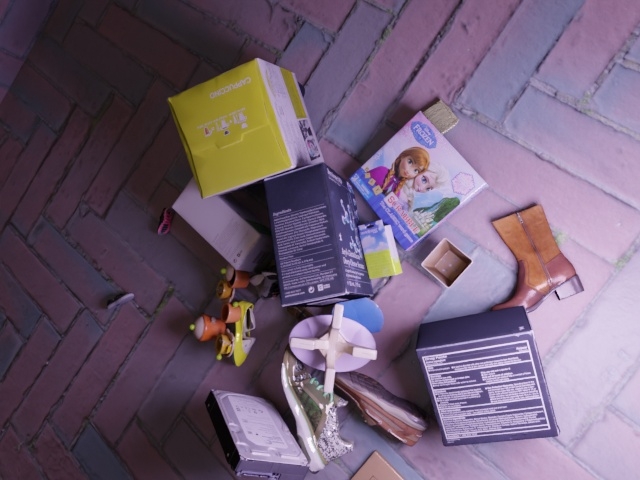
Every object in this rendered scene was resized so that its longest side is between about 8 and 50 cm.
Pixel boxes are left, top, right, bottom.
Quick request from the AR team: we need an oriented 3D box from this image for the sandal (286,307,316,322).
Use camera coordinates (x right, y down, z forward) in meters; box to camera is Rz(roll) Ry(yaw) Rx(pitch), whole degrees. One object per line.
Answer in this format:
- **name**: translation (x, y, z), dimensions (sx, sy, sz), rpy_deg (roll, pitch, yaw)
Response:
- **sandal**: translation (-0.048, 0.269, 1.589), dimensions (0.072, 0.049, 0.180), rpy_deg (-49, 54, 3)

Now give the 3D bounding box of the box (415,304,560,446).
- **box**: translation (0.442, 0.362, 1.254), dimensions (0.296, 0.183, 0.294), rpy_deg (-14, 101, 19)

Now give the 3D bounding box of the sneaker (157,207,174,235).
- **sneaker**: translation (-0.634, -0.079, 1.882), dimensions (0.057, 0.047, 0.120), rpy_deg (17, 86, 40)

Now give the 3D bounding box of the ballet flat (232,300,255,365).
- **ballet flat**: translation (-0.269, 0.330, 1.653), dimensions (0.077, 0.077, 0.231), rpy_deg (-4, 79, 17)

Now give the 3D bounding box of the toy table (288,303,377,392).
- **toy table**: translation (0.039, 0.317, 1.410), dimensions (0.273, 0.161, 0.253), rpy_deg (-3, 85, -3)

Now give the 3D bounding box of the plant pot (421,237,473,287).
- **plant pot**: translation (0.388, 0.072, 1.408), dimensions (0.109, 0.096, 0.109), rpy_deg (43, 99, 21)

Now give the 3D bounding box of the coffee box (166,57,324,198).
- **coffee box**: translation (-0.233, -0.359, 1.547), dimensions (0.337, 0.334, 0.339), rpy_deg (-16, 96, 20)

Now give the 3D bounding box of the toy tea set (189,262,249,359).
- **toy tea set**: translation (-0.363, 0.235, 1.630), dimensions (0.200, 0.124, 0.337), rpy_deg (17, 94, 56)

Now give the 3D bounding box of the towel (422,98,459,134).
- **towel**: translation (0.366, -0.380, 1.520), dimensions (0.148, 0.027, 0.110), rpy_deg (-36, 71, 13)

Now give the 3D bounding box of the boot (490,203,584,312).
- **boot**: translation (0.567, 0.064, 1.338), dimensions (0.264, 0.096, 0.281), rpy_deg (-27, 72, 17)

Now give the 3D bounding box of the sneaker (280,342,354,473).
- **sneaker**: translation (-0.004, 0.514, 1.500), dimensions (0.181, 0.158, 0.411), rpy_deg (-19, 80, 4)

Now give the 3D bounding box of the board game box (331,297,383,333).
- **board game box**: translation (0.121, 0.242, 1.507), dimensions (0.168, 0.033, 0.133), rpy_deg (-14, 110, 18)

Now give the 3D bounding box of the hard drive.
- **hard drive**: translation (-0.201, 0.585, 1.421), dimensions (0.064, 0.236, 0.339), rpy_deg (-64, 30, 5)

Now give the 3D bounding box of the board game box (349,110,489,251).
- **board game box**: translation (0.302, -0.186, 1.480), dimensions (0.318, 0.065, 0.319), rpy_deg (-43, 69, 18)

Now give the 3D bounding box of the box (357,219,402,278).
- **box**: translation (0.188, 0.028, 1.490), dimensions (0.109, 0.042, 0.179), rpy_deg (-15, 88, 44)

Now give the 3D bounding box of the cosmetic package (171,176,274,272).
- **cosmetic package**: translation (-0.331, -0.054, 1.668), dimensions (0.365, 0.197, 0.155), rpy_deg (41, 98, 21)

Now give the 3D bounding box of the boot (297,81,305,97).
- **boot**: translation (-0.141, -0.499, 1.735), dimensions (0.219, 0.082, 0.106), rpy_deg (-53, 41, 18)

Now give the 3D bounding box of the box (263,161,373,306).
- **box**: translation (0.000, 0.000, 1.471), dimensions (0.211, 0.293, 0.396), rpy_deg (-14, 78, 19)

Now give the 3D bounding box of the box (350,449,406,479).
- **box**: translation (0.195, 0.779, 1.427), dimensions (0.201, 0.021, 0.164), rpy_deg (40, 98, 23)

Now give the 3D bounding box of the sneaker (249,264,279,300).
- **sneaker**: translation (-0.154, 0.139, 1.571), dimensions (0.100, 0.271, 0.108), rpy_deg (-20, 85, -27)

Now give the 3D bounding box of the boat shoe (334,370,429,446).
- **boat shoe**: translation (0.168, 0.513, 1.425), dimensions (0.324, 0.123, 0.117), rpy_deg (26, 100, 29)

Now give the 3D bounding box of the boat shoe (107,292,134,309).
- **boat shoe**: translation (-0.825, 0.241, 1.907), dimensions (0.142, 0.049, 0.040), rpy_deg (-27, 73, 19)
